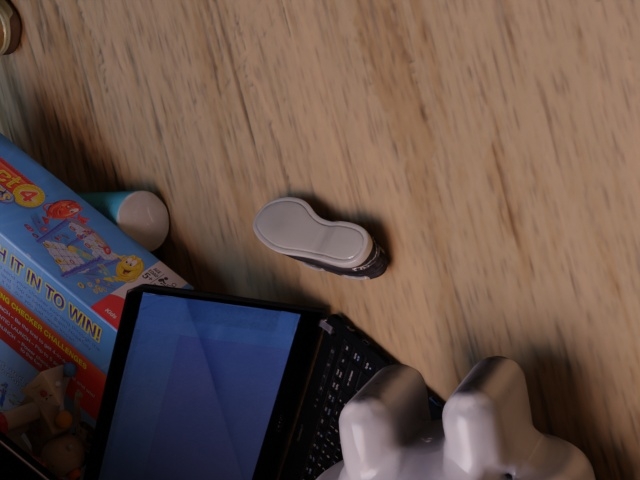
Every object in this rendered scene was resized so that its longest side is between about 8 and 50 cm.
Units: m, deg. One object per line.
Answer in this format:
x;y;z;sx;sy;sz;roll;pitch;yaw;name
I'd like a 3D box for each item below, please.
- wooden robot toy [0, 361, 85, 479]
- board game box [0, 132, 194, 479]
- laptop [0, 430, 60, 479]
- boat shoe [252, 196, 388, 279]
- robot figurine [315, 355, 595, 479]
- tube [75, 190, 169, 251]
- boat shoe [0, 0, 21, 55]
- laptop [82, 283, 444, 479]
-0.229;0.168;1.544;0.079;0.076;0.173;54;140;11;wooden robot toy
-0.274;0.072;1.653;0.308;0.086;0.302;38;137;18;board game box
-0.255;0.288;1.445;0.382;0.236;0.408;42;120;-12;laptop
0.000;0.000;1.437;0.125;0.038;0.046;15;71;43;boat shoe
0.101;0.261;1.295;0.300;0.200;0.353;-4;100;22;robot figurine
-0.211;-0.011;1.658;0.207;0.052;0.080;-3;103;51;tube
-0.350;-0.227;1.714;0.190;0.072;0.068;38;128;33;boat shoe
-0.039;0.181;1.467;0.264;0.137;0.234;40;130;32;laptop
